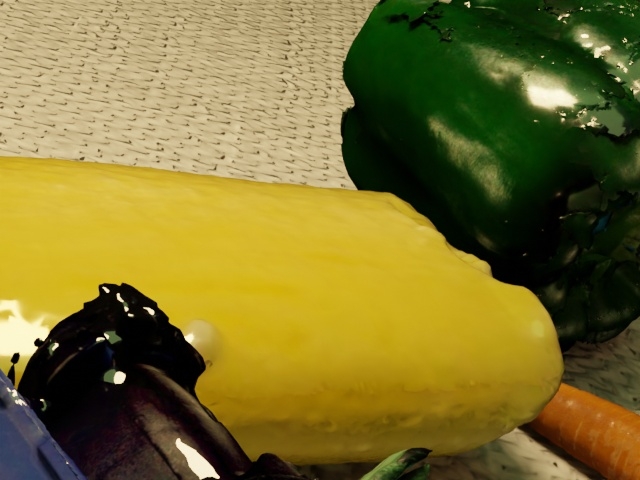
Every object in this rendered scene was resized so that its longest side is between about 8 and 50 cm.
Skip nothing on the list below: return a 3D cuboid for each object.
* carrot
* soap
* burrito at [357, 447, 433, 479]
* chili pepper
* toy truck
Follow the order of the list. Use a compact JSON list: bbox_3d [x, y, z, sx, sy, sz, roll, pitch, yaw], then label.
[{"bbox_3d":[0.197,0.137,0.910,0.062,0.066,0.271,53,-7,-35],"label":"carrot"},{"bbox_3d":[-0.098,0.036,0.888,0.427,0.115,0.306,5,27,-22],"label":"soap"},{"bbox_3d":[-0.010,0.135,0.718,0.288,0.104,0.054,5,55,-27],"label":"burrito"},{"bbox_3d":[0.144,-0.067,1.096,0.233,0.249,0.256,-9,38,-45],"label":"chili pepper"},{"bbox_3d":[-0.075,0.140,0.549,0.177,0.213,0.161,-36,40,-12],"label":"toy truck"}]
